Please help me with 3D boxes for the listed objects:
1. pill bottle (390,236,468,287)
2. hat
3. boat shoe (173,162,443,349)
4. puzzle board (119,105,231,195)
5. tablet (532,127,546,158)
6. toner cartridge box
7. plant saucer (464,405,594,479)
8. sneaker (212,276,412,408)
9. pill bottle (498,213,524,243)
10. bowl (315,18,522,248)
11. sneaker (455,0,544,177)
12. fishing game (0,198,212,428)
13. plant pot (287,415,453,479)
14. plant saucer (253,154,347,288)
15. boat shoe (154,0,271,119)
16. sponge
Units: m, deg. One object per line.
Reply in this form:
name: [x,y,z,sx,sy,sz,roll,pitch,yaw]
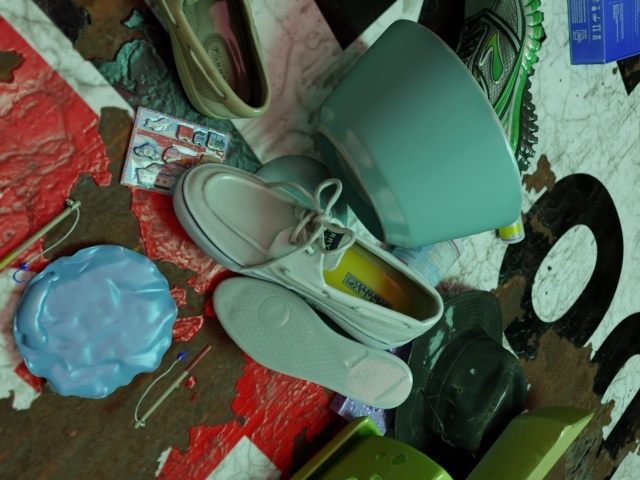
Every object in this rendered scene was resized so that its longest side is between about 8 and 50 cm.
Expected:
pill bottle: [0.170,0.020,1.054,0.160,0.087,0.087,-47,122,-19]
hat: [0.264,0.255,1.118,0.331,0.134,0.331,-16,115,-37]
boat shoe: [-0.002,0.008,0.806,0.367,0.156,0.136,36,59,-9]
puzzle board: [-0.178,-0.103,0.832,0.128,0.011,0.096,12,92,-36]
tablet: [0.381,-0.188,1.210,0.083,0.006,0.054,23,86,-35]
toner cartridge box: [0.525,-0.508,1.203,0.165,0.075,0.348,-21,111,-31]
plant saucer: [0.326,0.413,1.158,0.333,0.081,0.333,-56,151,9]
sneaker: [-0.019,0.142,0.946,0.296,0.147,0.104,28,85,-4]
pill bottle: [0.337,-0.039,1.186,0.043,0.043,0.083,-29,114,-27]
bowl: [0.106,-0.111,0.882,0.163,0.311,0.311,-32,118,-5]
sneaker: [0.247,-0.265,1.011,0.146,0.134,0.343,5,81,-15]
fishing game: [-0.266,0.098,0.796,0.189,0.041,0.264,-49,114,-18]
plant pot: [0.077,0.415,0.979,0.228,0.207,0.227,-41,126,-15]
plant saucer: [-0.029,-0.023,0.938,0.195,0.037,0.195,-8,104,-35]
boat shoe: [-0.138,-0.303,0.757,0.121,0.110,0.341,-34,117,-25]
sponge: [0.111,0.211,1.086,0.117,0.031,0.210,42,75,-34]
